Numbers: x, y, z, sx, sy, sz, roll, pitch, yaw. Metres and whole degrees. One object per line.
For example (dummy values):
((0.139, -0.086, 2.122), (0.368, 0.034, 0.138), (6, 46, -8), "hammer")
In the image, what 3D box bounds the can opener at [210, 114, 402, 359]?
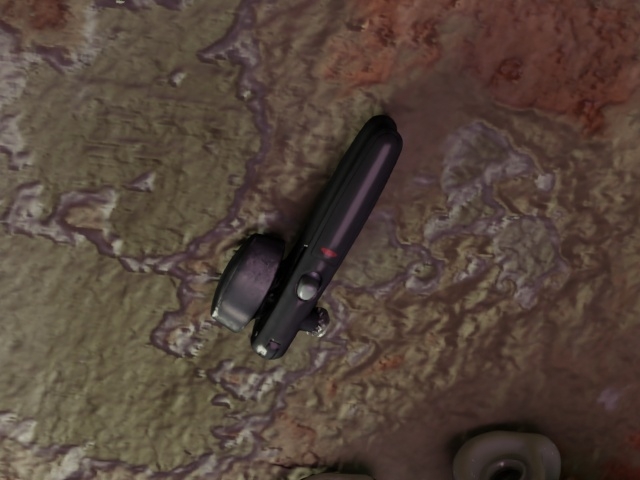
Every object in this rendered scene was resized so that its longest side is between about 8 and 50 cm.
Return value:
((0.000, 0.000, 1.219), (0.073, 0.059, 0.186), (25, 114, -25), "can opener")

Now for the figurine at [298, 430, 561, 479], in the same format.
((0.085, 0.255, 1.398), (0.215, 0.092, 0.209), (-13, 132, -5), "figurine")
